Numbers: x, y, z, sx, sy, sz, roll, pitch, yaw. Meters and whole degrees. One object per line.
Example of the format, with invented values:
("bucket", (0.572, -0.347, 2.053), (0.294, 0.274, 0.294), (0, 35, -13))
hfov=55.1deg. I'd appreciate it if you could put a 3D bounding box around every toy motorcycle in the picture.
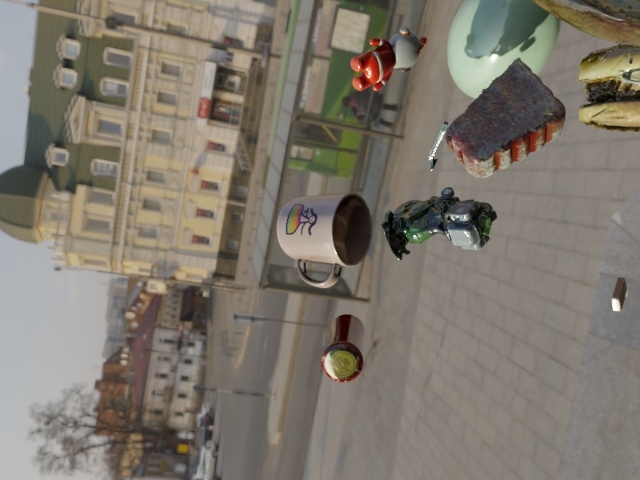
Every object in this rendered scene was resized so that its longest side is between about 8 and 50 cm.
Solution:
("toy motorcycle", (0.249, -0.033, 1.372), (0.275, 0.124, 0.187), (4, 43, 45))

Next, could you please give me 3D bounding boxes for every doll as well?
("doll", (0.182, -0.474, 1.581), (0.076, 0.245, 0.142), (37, 151, 37))

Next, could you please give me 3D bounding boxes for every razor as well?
("razor", (0.396, -0.326, 2.079), (0.190, 0.033, 0.066), (99, -164, -50))

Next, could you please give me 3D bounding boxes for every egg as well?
("egg", (0.482, -0.543, 1.634), (0.389, 0.276, 0.276), (106, 168, -56))

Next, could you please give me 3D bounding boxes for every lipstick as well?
("lipstick", (0.048, 0.207, 1.213), (0.241, 0.080, 0.080), (-44, -36, -83))

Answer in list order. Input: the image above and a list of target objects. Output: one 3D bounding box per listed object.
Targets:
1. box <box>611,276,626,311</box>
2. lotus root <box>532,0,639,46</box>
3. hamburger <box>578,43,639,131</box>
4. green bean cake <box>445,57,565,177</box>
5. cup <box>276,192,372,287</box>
("box", (0.840, 0.150, 1.723), (0.115, 0.025, 0.048), (-43, -53, -46))
("lotus root", (0.306, -0.300, 0.661), (0.210, 0.314, 0.142), (-45, -17, -5))
("hamburger", (0.776, -0.339, 1.402), (0.277, 0.318, 0.195), (-156, 69, -67))
("green bean cake", (0.375, -0.252, 1.293), (0.198, 0.233, 0.097), (58, 180, 30))
("cup", (0.000, 0.000, 1.641), (0.201, 0.192, 0.252), (1, 76, 36))
